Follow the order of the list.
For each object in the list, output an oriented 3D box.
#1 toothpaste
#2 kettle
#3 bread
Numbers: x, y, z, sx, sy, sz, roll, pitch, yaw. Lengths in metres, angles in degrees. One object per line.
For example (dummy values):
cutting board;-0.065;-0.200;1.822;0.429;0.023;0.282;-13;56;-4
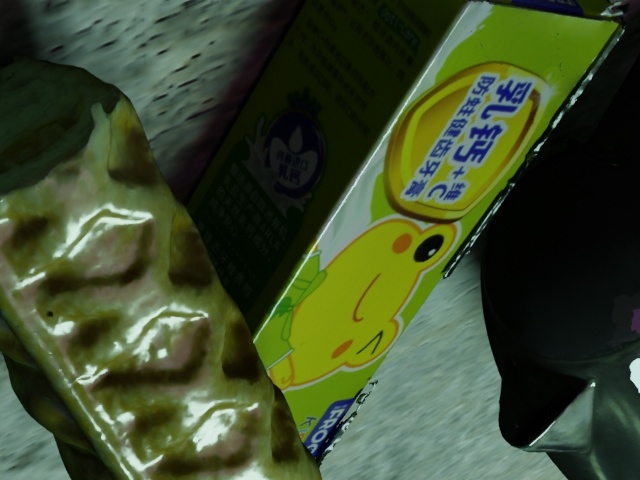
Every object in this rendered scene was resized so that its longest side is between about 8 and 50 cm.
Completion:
toothpaste;0.000;0.000;0.759;0.110;0.077;0.327;1;131;-44
kettle;0.197;0.031;0.895;0.250;0.207;0.271;-38;142;12
bread;-0.074;0.050;0.655;0.098;0.087;0.269;-23;128;3
